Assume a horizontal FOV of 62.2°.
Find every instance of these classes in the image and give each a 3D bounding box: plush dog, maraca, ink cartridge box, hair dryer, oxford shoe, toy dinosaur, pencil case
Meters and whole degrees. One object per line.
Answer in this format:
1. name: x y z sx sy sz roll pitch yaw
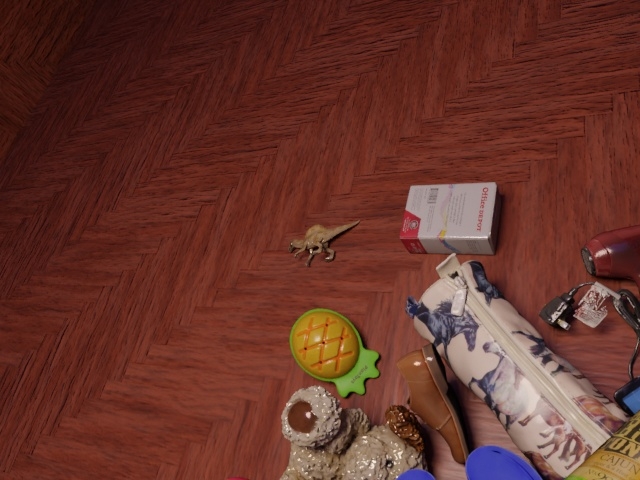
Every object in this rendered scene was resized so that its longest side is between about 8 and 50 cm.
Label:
1. plush dog: 0.060 0.364 0.864 0.225 0.210 0.262 11 94 19
2. maraca: 0.026 0.211 1.009 0.186 0.099 0.127 40 86 14
3. ink cartridge box: 0.260 -0.042 1.051 0.175 0.072 0.127 1 61 30
4. hair dryer: 0.520 0.078 0.849 0.224 0.080 0.293 35 87 23
5. oxford shoe: 0.181 0.265 0.838 0.076 0.212 0.076 -22 8 14
6. toy dinosaur: 0.000 0.000 1.183 0.183 0.053 0.092 -19 52 18
7. pencil case: 0.304 0.207 0.797 0.160 0.183 0.410 -39 51 1

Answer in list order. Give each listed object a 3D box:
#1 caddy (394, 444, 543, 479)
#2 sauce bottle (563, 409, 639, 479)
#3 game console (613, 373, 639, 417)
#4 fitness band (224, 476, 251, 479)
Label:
1. caddy: 0.217 0.437 0.666 0.241 0.179 0.341 -20 25 6
2. sauce bottle: 0.387 0.235 0.580 0.344 0.111 0.111 -32 47 -19
3. game console: 0.496 0.232 0.729 0.071 0.107 0.122 -26 65 -23
4. fitness band: -0.162 0.528 0.833 0.054 0.209 0.290 7 65 31
